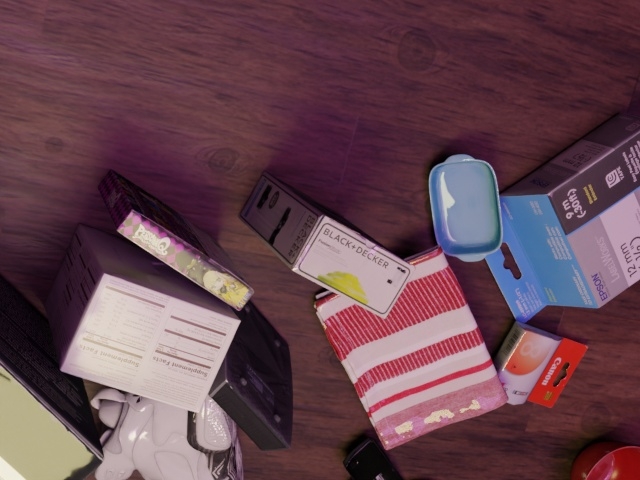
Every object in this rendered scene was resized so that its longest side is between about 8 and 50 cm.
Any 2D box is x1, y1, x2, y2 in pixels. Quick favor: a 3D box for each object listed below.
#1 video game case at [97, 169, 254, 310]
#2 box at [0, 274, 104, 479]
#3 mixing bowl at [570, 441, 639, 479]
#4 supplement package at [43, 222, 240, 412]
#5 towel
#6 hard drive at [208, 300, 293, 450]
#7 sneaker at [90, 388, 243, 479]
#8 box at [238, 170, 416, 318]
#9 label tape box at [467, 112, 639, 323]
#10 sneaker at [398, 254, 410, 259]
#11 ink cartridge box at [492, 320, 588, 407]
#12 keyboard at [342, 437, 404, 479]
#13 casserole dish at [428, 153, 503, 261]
[{"bbox_3d":[-0.210,-0.005,1.400,0.210,0.232,0.042,36,93,-26],"label":"video game case"},{"bbox_3d":[-0.480,0.231,1.278,0.293,0.395,0.212,-41,114,-6],"label":"box"},{"bbox_3d":[0.550,0.458,1.889,0.181,0.098,0.182,-6,107,-19],"label":"mixing bowl"},{"bbox_3d":[-0.261,0.104,1.395,0.204,0.262,0.145,22,97,-24],"label":"supplement package"},{"bbox_3d":[0.156,0.189,1.660,0.237,0.037,0.329,-23,114,7],"label":"towel"},{"bbox_3d":[-0.108,0.193,1.493,0.054,0.255,0.172,-32,116,15],"label":"hard drive"},{"bbox_3d":[-0.234,0.350,1.553,0.210,0.137,0.366,-5,126,0],"label":"sneaker"},{"bbox_3d":[0.000,0.000,1.446,0.169,0.290,0.087,29,94,-26],"label":"box"},{"bbox_3d":[0.461,-0.023,1.709,0.347,0.115,0.249,-34,114,-10],"label":"label tape box"},{"bbox_3d":[0.168,0.108,1.675,0.089,0.051,0.170,-3,102,-19],"label":"sneaker"},{"bbox_3d":[0.396,0.238,1.788,0.179,0.045,0.145,20,106,-23],"label":"ink cartridge box"},{"bbox_3d":[0.089,0.430,1.750,0.100,0.038,0.192,-40,124,-13],"label":"keyboard"},{"bbox_3d":[0.244,-0.057,1.637,0.114,0.037,0.188,-4,109,17],"label":"casserole dish"}]
